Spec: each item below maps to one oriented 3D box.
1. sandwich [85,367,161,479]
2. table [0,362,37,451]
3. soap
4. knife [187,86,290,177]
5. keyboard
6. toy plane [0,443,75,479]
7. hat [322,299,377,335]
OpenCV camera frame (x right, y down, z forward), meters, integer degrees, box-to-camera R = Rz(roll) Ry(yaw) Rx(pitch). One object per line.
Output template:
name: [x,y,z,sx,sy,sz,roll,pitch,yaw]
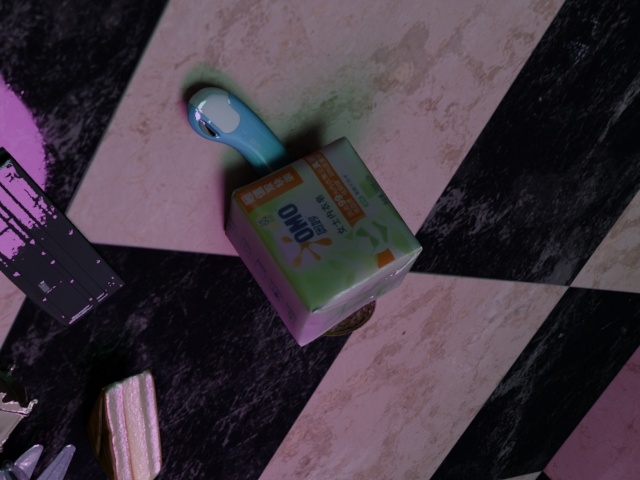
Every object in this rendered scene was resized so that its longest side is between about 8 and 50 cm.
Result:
sandwich: [-0.255,0.263,1.286,0.079,0.113,0.163,-21,159,-34]
table: [-0.401,0.198,1.140,0.083,0.079,0.062,-52,144,8]
soap: [0.000,0.000,1.227,0.182,0.199,0.138,-29,166,-20]
knife: [-0.097,-0.129,1.159,0.064,0.031,0.222,-50,149,1]
keyboard: [-0.304,0.041,1.124,0.103,0.041,0.381,-38,139,-8]
toy plane: [-0.417,0.381,1.318,0.212,0.088,0.267,-32,151,-17]
hat: [0.016,0.072,1.463,0.146,0.067,0.146,2,121,3]
